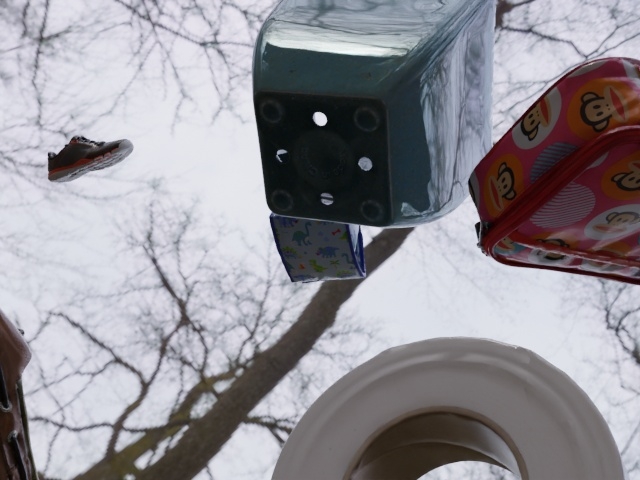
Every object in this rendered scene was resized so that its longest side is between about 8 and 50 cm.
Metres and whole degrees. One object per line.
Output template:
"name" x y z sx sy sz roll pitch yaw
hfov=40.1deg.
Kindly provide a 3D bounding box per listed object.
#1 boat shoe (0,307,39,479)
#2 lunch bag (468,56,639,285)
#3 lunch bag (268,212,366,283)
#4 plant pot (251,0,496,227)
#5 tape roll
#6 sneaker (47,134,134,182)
"boat shoe" -0.301 0.097 0.721 0.111 0.104 0.307 -14 -99 42
"lunch bag" 0.301 -0.047 0.887 0.258 0.293 0.120 -48 -138 47
"lunch bag" 0.000 0.000 1.407 0.129 0.096 0.151 -4 -61 16
"plant pot" 0.048 -0.140 0.988 0.247 0.252 0.248 7 -57 20
"tape roll" 0.099 0.219 0.685 0.286 0.286 0.100 12 -30 36
"sneaker" -0.375 -0.143 1.401 0.158 0.061 0.065 -18 -97 14
